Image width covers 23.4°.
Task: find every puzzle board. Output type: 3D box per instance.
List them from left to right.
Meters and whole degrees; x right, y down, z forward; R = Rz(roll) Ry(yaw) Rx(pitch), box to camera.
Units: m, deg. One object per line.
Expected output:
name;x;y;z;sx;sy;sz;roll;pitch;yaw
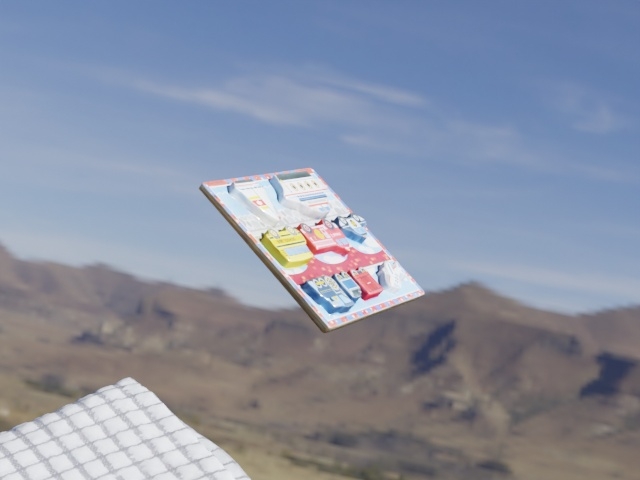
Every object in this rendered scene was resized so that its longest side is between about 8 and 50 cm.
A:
puzzle board;0.000;0.000;0.797;0.096;0.011;0.128;49;22;12

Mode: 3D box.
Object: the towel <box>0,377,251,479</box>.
towel;-0.138;0.230;0.990;0.235;0.121;0.283;-20;39;-33
